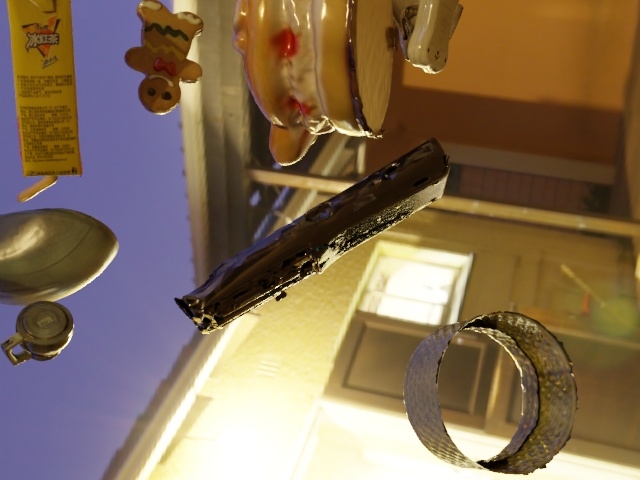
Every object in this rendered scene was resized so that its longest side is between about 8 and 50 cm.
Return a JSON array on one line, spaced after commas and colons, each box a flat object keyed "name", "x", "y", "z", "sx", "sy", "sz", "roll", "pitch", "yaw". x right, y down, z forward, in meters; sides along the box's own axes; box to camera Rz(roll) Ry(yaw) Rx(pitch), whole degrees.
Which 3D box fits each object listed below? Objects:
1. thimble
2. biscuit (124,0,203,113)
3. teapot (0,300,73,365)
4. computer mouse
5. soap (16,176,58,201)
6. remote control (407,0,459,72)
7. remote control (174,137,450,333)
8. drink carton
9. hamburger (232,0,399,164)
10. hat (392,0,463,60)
[{"name": "thimble", "x": 0.283, "y": 0.259, "z": 1.434, "sx": 0.150, "sy": 0.270, "sz": 0.271, "roll": 149, "pitch": 137, "yaw": -68}, {"name": "biscuit", "x": -0.311, "y": -0.367, "z": 1.683, "sx": 0.035, "sy": 0.158, "sz": 0.240, "roll": 144, "pitch": 132, "yaw": -65}, {"name": "teapot", "x": -0.339, "y": 0.117, "z": 1.003, "sx": 0.088, "sy": 0.066, "sz": 0.057, "roll": -31, "pitch": -27, "yaw": -38}, {"name": "computer mouse", "x": -0.532, "y": 0.042, "z": 1.452, "sx": 0.188, "sy": 0.370, "sz": 0.122, "roll": 61, "pitch": -153, "yaw": -53}, {"name": "soap", "x": -0.543, "y": -0.101, "z": 1.614, "sx": 0.034, "sy": 0.089, "sz": 0.012, "roll": 50, "pitch": 170, "yaw": 47}, {"name": "remote control", "x": 0.143, "y": -0.276, "z": 1.061, "sx": 0.074, "sy": 0.032, "sz": 0.122, "roll": 10, "pitch": -87, "yaw": -55}, {"name": "remote control", "x": 0.000, "y": 0.000, "z": 1.100, "sx": 0.062, "sy": 0.398, "sz": 0.144, "roll": 57, "pitch": 173, "yaw": 17}, {"name": "drink carton", "x": -0.495, "y": -0.302, "z": 1.510, "sx": 0.154, "sy": 0.111, "sz": 0.351, "roll": -123, "pitch": 34, "yaw": -56}, {"name": "hamburger", "x": -0.004, "y": -0.257, "z": 1.141, "sx": 0.261, "sy": 0.186, "sz": 0.303, "roll": -67, "pitch": -28, "yaw": -48}, {"name": "hat", "x": 0.182, "y": -0.442, "z": 1.635, "sx": 0.147, "sy": 0.175, "sz": 0.085, "roll": -30, "pitch": -12, "yaw": -13}]
